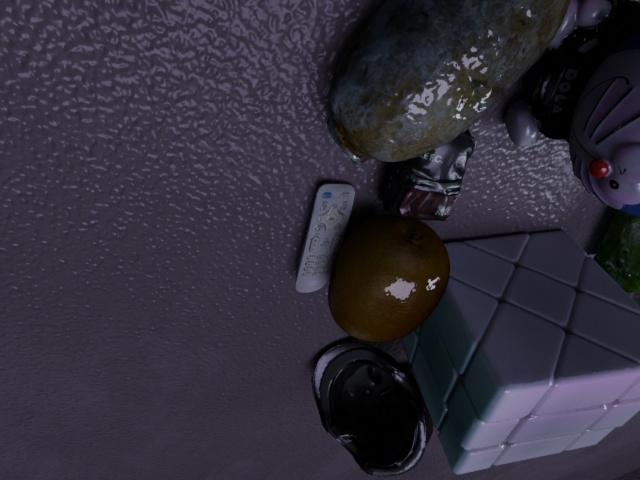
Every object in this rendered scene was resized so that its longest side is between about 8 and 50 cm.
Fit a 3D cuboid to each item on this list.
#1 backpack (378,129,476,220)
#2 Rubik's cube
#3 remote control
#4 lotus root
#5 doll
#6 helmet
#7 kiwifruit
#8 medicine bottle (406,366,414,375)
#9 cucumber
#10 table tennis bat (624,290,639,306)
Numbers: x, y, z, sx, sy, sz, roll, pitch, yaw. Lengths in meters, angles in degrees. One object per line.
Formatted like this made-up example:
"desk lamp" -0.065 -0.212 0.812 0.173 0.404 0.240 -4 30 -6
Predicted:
"backpack" 0.162 -0.105 0.608 0.119 0.106 0.165 2 133 -9
"Rubik's cube" 0.368 0.205 0.784 0.317 0.322 0.316 -6 131 -8
"remote control" 0.000 0.000 0.712 0.073 0.044 0.229 -2 124 -25
"lotus root" 0.145 -0.222 0.462 0.349 0.175 0.175 -42 126 19
"doll" 0.395 -0.157 0.476 0.239 0.310 0.284 -18 132 2
"helmet" 0.136 0.375 0.953 0.225 0.305 0.177 -48 150 14
"kiwifruit" 0.109 0.072 0.697 0.195 0.196 0.234 3 133 -14
"medicine bottle" 0.225 0.393 1.067 0.191 0.096 0.096 -26 131 10
"cucumber" 0.623 -0.021 0.774 0.134 0.134 0.245 -12 129 -1
"table tennis bat" 0.759 0.167 1.007 0.124 0.033 0.201 32 131 -1
